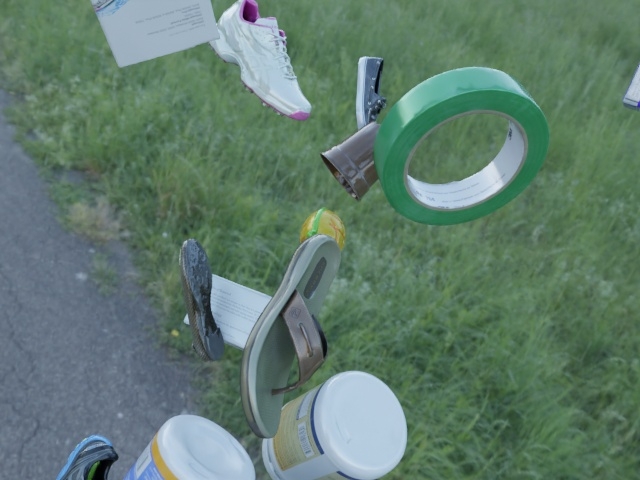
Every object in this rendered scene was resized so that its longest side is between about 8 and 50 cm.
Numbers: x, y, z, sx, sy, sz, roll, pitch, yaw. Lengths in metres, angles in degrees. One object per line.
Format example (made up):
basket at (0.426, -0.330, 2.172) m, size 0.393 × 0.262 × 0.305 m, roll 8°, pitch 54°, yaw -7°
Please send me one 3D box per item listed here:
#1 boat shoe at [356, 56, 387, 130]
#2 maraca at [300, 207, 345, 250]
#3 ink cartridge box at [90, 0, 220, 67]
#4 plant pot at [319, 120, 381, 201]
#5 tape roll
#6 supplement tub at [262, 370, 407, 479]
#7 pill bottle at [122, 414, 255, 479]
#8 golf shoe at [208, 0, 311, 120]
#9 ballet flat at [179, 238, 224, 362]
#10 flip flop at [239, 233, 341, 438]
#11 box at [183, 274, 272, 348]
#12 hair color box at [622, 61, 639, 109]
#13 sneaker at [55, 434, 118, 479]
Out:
boat shoe at (0.145, -0.389, 1.633) m, size 0.076 × 0.228 × 0.080 m, roll 1°, pitch -2°, yaw 21°
maraca at (0.000, 0.000, 1.326) m, size 0.099 × 0.127 × 0.185 m, roll -2°, pitch 26°, yaw 18°
ink cartridge box at (-0.270, -0.415, 0.883) m, size 0.168 × 0.232 × 0.171 m, roll -19°, pitch 51°, yaw -9°
plant pot at (0.113, -0.216, 1.569) m, size 0.167 × 0.165 × 0.167 m, roll 51°, pitch -1°, yaw 1°
tape roll at (0.263, -0.167, 1.133) m, size 0.321 × 0.321 × 0.077 m, roll 12°, pitch 42°, yaw -25°
supplement tub at (0.020, 0.448, 1.357) m, size 0.228 × 0.316 × 0.228 m, roll 18°, pitch 53°, yaw -25°
pill bottle at (-0.225, 0.392, 0.826) m, size 0.152 × 0.272 × 0.152 m, roll 35°, pitch 9°, yaw -6°
golf shoe at (-0.114, -0.387, 1.266) m, size 0.306 × 0.140 × 0.115 m, roll 48°, pitch 26°, yaw 11°
ballet flat at (-0.246, 0.121, 1.182) m, size 0.058 × 0.250 × 0.084 m, roll -8°, pitch 7°, yaw 27°
flip flop at (-0.022, 0.116, 0.763) m, size 0.080 × 0.277 × 0.112 m, roll 11°, pitch -30°, yaw 26°
box at (-0.167, 0.176, 1.307) m, size 0.182 × 0.119 × 0.181 m, roll 19°, pitch -15°, yaw 20°
hair color box at (0.697, -0.256, 0.958) m, size 0.339 × 0.185 × 0.110 m, roll 24°, pitch 17°, yaw 22°
sneaker at (-0.388, 0.407, 0.947) m, size 0.078 × 0.188 × 0.067 m, roll 20°, pitch -15°, yaw 32°
